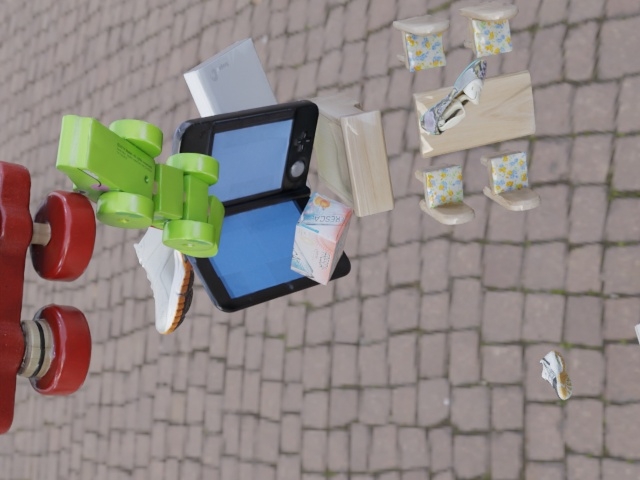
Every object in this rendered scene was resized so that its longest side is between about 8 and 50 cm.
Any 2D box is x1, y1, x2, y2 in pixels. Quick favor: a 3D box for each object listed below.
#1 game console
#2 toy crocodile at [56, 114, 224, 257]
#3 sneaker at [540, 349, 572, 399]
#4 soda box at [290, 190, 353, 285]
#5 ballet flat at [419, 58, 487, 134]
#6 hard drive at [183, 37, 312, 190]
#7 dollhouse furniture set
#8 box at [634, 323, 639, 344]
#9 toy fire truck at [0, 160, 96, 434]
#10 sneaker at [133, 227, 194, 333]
[{"bbox_3d":[-0.080,-0.061,1.837,0.173,0.293,0.250,32,124,35],"label":"game console"},{"bbox_3d":[-0.207,-0.059,1.398,0.105,0.340,0.115,-5,74,25],"label":"toy crocodile"},{"bbox_3d":[0.355,0.208,1.780,0.037,0.032,0.083,-38,40,32],"label":"sneaker"},{"bbox_3d":[0.000,0.000,1.650,0.183,0.063,0.058,101,-165,-68],"label":"soda box"},{"bbox_3d":[0.174,-0.172,1.456,0.114,0.041,0.041,-46,40,2],"label":"ballet flat"},{"bbox_3d":[-0.124,-0.189,2.113,0.040,0.203,0.308,-12,109,31],"label":"hard drive"},{"bbox_3d":[0.202,-0.196,2.063,0.256,0.394,0.362,-132,31,-69],"label":"dollhouse furniture set"},{"bbox_3d":[0.527,0.240,1.643,0.113,0.094,0.275,-15,54,16],"label":"box"},{"bbox_3d":[-0.382,0.060,1.305,0.254,0.169,0.302,-5,81,53],"label":"toy fire truck"},{"bbox_3d":[-0.315,0.053,2.344,0.099,0.121,0.263,24,-107,-81],"label":"sneaker"}]
